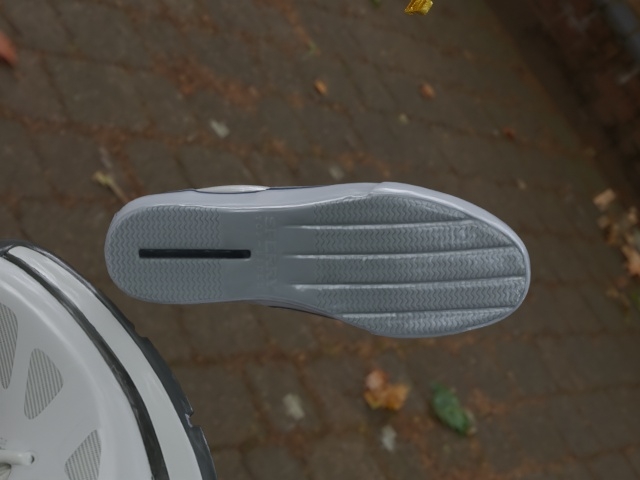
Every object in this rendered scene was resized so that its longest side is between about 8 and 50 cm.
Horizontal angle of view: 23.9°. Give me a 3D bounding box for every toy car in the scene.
[{"bbox_3d":[0.141,-0.229,1.378,0.060,0.122,0.040,51,-9,-24],"label":"toy car"}]

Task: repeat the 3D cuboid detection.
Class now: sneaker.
[{"bbox_3d":[0.000,0.000,0.930,0.091,0.258,0.094,-64,161,-75],"label":"sneaker"},{"bbox_3d":[-0.186,0.213,0.869,0.257,0.169,0.448,-12,72,-46],"label":"sneaker"}]
